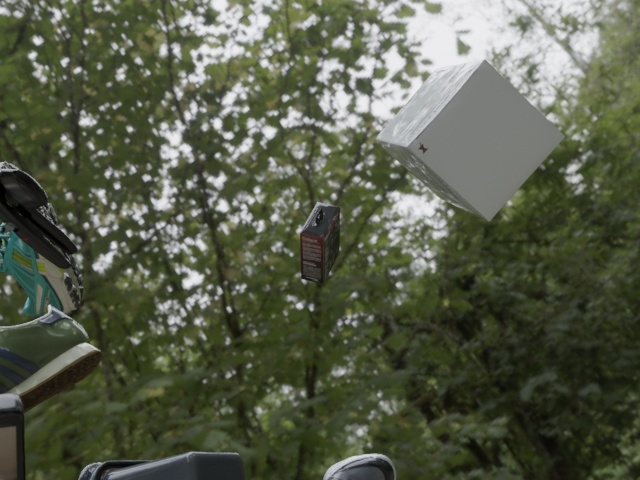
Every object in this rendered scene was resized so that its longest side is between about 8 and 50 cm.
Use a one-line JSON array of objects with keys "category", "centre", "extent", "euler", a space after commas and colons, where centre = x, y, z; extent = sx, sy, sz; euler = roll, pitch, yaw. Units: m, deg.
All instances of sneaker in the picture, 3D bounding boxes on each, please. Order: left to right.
[{"category": "sneaker", "centre": [-0.317, 0.128, 0.806], "extent": [0.192, 0.086, 0.064], "euler": [-28, -23, -33]}, {"category": "sneaker", "centre": [-0.469, 0.010, 1.312], "extent": [0.109, 0.107, 0.275], "euler": [-13, -61, 0]}, {"category": "sneaker", "centre": [0.017, 0.443, 1.344], "extent": [0.268, 0.101, 0.153], "euler": [-28, 0, -10]}]

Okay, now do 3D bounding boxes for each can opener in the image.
[{"category": "can opener", "centre": [-0.381, -0.022, 1.094], "extent": [0.059, 0.073, 0.186], "euler": [-64, -31, -31]}]

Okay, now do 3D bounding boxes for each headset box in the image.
[{"category": "headset box", "centre": [0.000, 0.000, 0.998], "extent": [0.062, 0.032, 0.083], "euler": [-63, -22, -45]}]

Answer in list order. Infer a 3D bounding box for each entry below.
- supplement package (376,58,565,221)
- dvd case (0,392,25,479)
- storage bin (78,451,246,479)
[{"category": "supplement package", "centre": [0.177, -0.129, 1.050], "extent": [0.139, 0.134, 0.244], "euler": [-49, 10, 5]}, {"category": "dvd case", "centre": [-0.268, 0.165, 0.384], "extent": [0.252, 0.022, 0.181], "euler": [-3, -65, -23]}, {"category": "storage bin", "centre": [-0.088, 0.203, 0.546], "extent": [0.091, 0.135, 0.098], "euler": [-24, -25, 27]}]
